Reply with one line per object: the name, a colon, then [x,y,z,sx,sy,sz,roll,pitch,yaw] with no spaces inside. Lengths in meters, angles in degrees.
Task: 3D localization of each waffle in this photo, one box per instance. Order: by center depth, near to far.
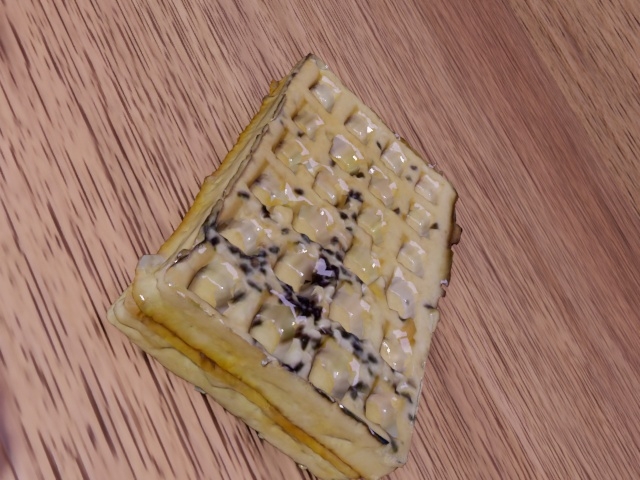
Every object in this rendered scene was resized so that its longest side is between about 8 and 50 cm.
waffle: [0.000,0.000,0.561,0.261,0.114,0.376,43,41,-16]
